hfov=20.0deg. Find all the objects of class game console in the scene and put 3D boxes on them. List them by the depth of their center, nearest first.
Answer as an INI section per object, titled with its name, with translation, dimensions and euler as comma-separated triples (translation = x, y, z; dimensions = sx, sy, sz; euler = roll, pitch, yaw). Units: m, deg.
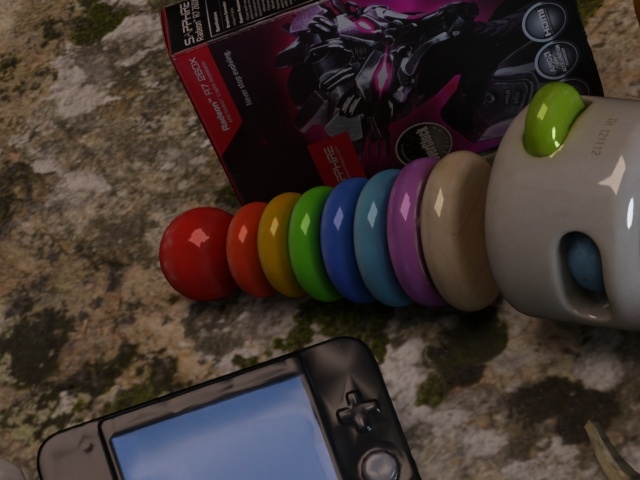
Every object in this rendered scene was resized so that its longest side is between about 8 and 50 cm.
[game console]
translation = -0.057, 0.207, 1.388
dimensions = 0.293, 0.173, 0.250
euler = -18, 72, -8

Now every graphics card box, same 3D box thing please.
[graphics card box]
translation = 0.062, -0.171, 1.705
dimensions = 0.370, 0.233, 0.094
euler = -20, 39, 5

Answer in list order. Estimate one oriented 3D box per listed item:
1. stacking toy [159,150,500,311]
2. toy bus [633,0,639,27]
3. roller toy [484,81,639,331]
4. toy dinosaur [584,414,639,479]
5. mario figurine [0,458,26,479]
[stacking toy]
translation = 0.000, 0.000, 1.653
dimensions = 0.330, 0.141, 0.141
euler = -4, 47, 29
[toy bus]
translation = 0.393, -0.270, 1.737
dimensions = 0.130, 0.108, 0.333
euler = 4, 50, 29
[roller toy]
translation = 0.239, -0.023, 1.510
dimensions = 0.146, 0.209, 0.191
euler = 7, 87, 31
[toy dinosaur]
translation = 0.277, 0.221, 1.350
dimensions = 0.268, 0.064, 0.118
euler = 21, 53, 41
[mario figurine]
translation = -0.351, 0.275, 1.500
dimensions = 0.320, 0.170, 0.198
euler = 12, 19, 24
